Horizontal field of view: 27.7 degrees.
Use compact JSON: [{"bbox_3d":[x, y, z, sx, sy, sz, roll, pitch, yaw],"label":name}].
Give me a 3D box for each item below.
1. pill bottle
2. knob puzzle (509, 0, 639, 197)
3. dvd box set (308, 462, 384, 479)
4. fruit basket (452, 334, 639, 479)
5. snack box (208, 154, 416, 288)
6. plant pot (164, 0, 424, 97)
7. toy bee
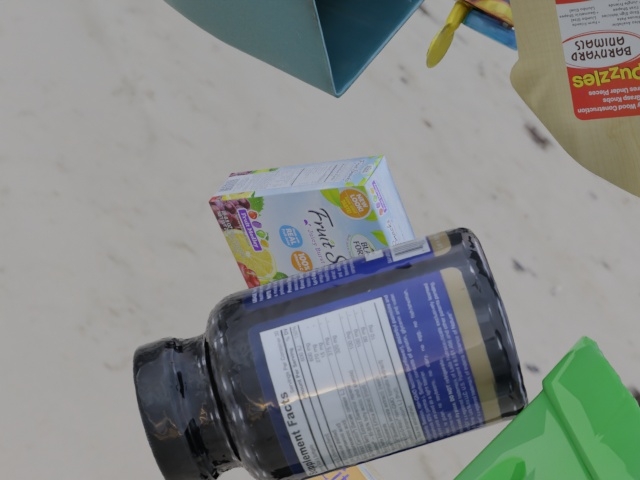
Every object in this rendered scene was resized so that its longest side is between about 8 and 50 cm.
[{"bbox_3d":[0.005,0.077,0.787,0.123,0.219,0.122,-17,90,-86],"label":"pill bottle"},{"bbox_3d":[0.204,-0.106,0.741,0.213,0.213,0.030,42,35,-1],"label":"knob puzzle"},{"bbox_3d":[0.100,0.341,1.350,0.420,0.062,0.307,49,-3,25],"label":"dvd box set"},{"bbox_3d":[0.248,0.215,0.569,0.392,0.392,0.283,38,11,-12],"label":"fruit basket"},{"bbox_3d":[0.000,0.000,1.482,0.174,0.207,0.070,66,34,-27],"label":"snack box"},{"bbox_3d":[-0.049,-0.250,0.973,0.234,0.165,0.165,24,-29,29],"label":"plant pot"},{"bbox_3d":[0.185,-0.275,1.361,0.298,0.195,0.162,8,-7,43],"label":"toy bee"}]
